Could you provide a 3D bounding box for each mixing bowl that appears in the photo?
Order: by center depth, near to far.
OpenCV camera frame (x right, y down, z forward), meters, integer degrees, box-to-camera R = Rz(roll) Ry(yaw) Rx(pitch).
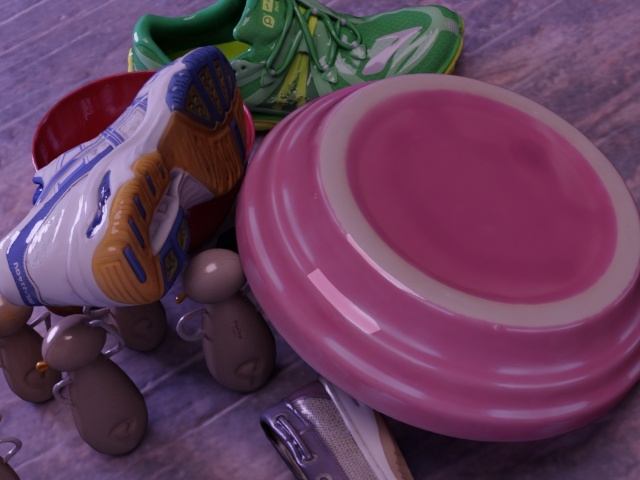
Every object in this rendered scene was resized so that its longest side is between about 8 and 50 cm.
[{"bbox_3d":[-0.142,-0.048,1.415,0.182,0.098,0.181,-1,43,1],"label":"mixing bowl"}]

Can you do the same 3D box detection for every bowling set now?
[{"bbox_3d":[-0.197,0.064,1.314,0.287,0.154,0.200,-30,53,-12],"label":"bowling set"}]

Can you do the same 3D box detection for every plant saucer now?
[{"bbox_3d":[0.106,-0.009,1.264,0.332,0.084,0.332,11,46,-11],"label":"plant saucer"}]

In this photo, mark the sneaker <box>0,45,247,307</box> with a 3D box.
[{"bbox_3d":[-0.147,-0.054,1.265,0.131,0.111,0.296,-8,26,22],"label":"sneaker"}]

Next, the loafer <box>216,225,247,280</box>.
[{"bbox_3d":[0.000,0.000,1.393,0.170,0.062,0.061,-5,13,17],"label":"loafer"}]

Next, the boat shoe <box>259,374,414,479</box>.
[{"bbox_3d":[0.033,0.207,1.192,0.092,0.103,0.285,-25,48,-1],"label":"boat shoe"}]

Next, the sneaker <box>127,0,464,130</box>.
[{"bbox_3d":[-0.024,-0.159,1.469,0.296,0.123,0.109,-7,51,6],"label":"sneaker"}]
